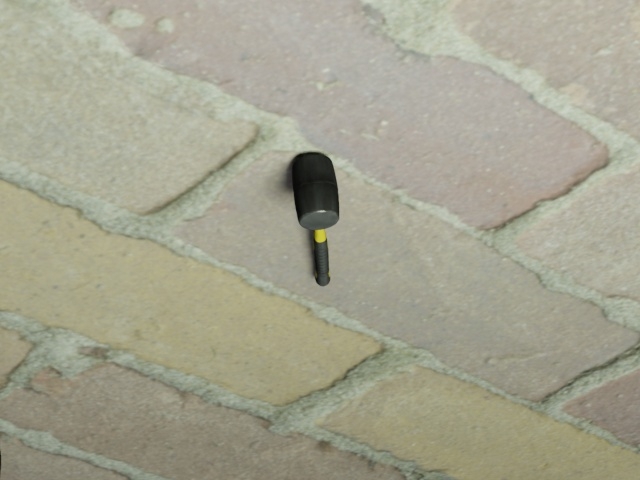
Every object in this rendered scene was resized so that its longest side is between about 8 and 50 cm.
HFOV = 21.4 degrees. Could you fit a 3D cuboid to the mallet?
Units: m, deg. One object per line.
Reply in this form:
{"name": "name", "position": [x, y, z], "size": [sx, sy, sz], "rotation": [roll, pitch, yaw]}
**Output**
{"name": "mallet", "position": [0.000, 0.000, 1.529], "size": [0.039, 0.062, 0.189], "rotation": [-6, 145, -1]}
